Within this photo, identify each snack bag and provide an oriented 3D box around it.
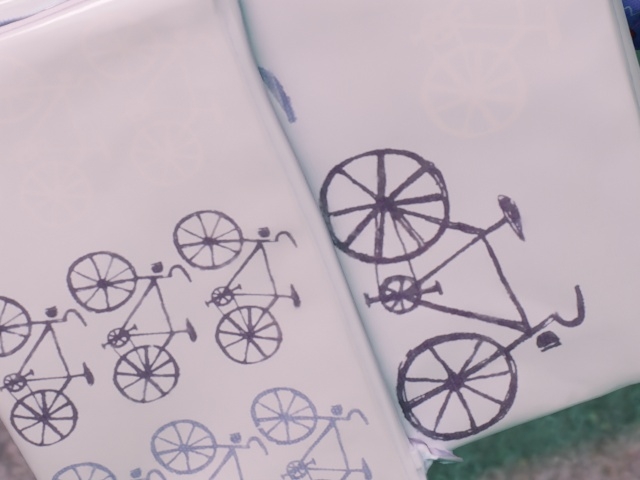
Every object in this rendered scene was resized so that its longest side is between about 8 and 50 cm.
[{"bbox_3d":[0.000,0.000,0.794,0.342,0.037,0.323,-19,122,4],"label":"snack bag"}]

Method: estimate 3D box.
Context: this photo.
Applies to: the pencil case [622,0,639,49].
[{"bbox_3d":[0.018,-0.149,0.805,0.306,0.119,0.133,0,74,-7],"label":"pencil case"}]
